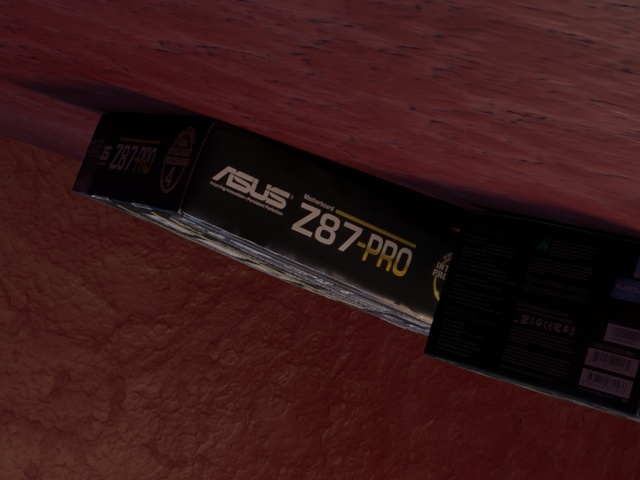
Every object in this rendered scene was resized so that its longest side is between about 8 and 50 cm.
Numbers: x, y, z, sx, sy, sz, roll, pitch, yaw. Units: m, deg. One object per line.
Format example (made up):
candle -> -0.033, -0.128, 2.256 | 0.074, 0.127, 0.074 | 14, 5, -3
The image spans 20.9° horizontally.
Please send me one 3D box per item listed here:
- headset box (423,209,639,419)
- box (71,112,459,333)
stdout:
headset box -> 0.278, 0.087, 1.427 | 0.283, 0.131, 0.246 | 19, 177, -37
box -> 0.000, 0.000, 1.607 | 0.395, 0.097, 0.318 | 23, 174, -23
